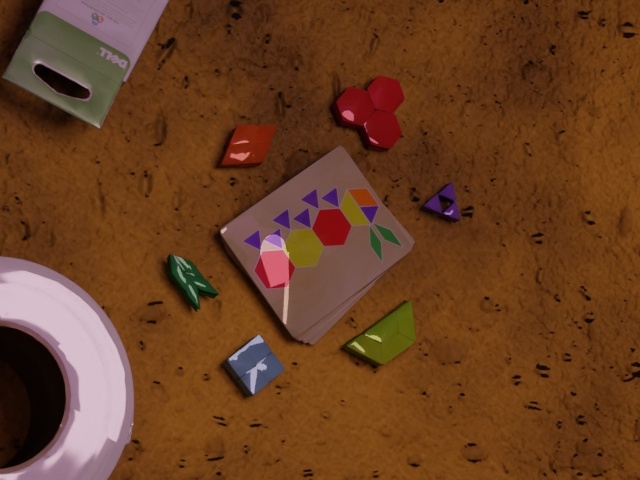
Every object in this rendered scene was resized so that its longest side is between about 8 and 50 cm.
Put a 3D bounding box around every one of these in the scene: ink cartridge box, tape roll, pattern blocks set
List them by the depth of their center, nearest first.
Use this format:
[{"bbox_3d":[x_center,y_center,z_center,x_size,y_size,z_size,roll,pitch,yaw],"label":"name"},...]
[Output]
[{"bbox_3d":[-0.304,0.147,1.468,0.246,0.169,0.246,4,78,-20],"label":"tape roll"},{"bbox_3d":[-0.226,-0.215,1.627,0.109,0.062,0.209,29,71,-13],"label":"ink cartridge box"},{"bbox_3d":[0.000,0.000,1.691,0.324,0.026,0.285,-27,90,-23],"label":"pattern blocks set"}]
